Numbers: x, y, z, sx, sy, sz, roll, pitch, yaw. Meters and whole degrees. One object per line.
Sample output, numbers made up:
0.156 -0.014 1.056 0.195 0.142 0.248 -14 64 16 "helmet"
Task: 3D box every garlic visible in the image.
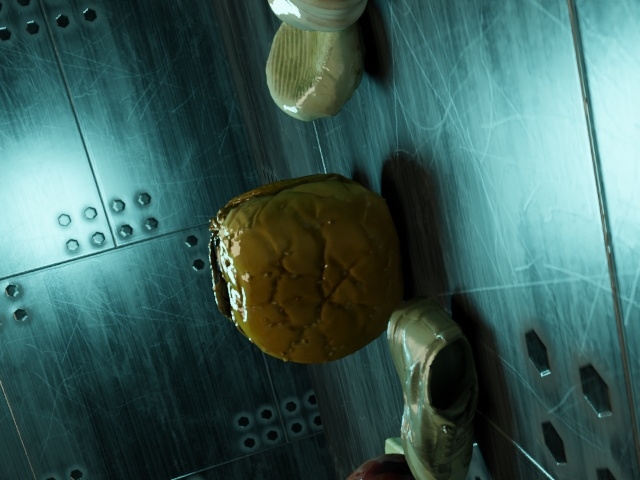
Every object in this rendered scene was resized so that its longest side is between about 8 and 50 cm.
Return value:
-0.054 -0.324 0.842 0.199 0.226 0.199 56 157 38 "garlic"

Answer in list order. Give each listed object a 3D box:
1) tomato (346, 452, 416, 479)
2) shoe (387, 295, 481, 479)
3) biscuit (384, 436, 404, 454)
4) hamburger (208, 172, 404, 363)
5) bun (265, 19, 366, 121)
0.124 0.443 1.169 0.184 0.208 0.208 96 159 -44 "tomato"
0.154 0.208 0.924 0.098 0.103 0.275 28 135 62 "shoe"
0.160 0.411 1.385 0.188 0.052 0.056 148 122 -80 "biscuit"
-0.019 0.049 1.103 0.158 0.318 0.319 -115 12 -61 "hamburger"
0.007 -0.250 1.014 0.183 0.102 0.183 -18 68 51 "bun"
